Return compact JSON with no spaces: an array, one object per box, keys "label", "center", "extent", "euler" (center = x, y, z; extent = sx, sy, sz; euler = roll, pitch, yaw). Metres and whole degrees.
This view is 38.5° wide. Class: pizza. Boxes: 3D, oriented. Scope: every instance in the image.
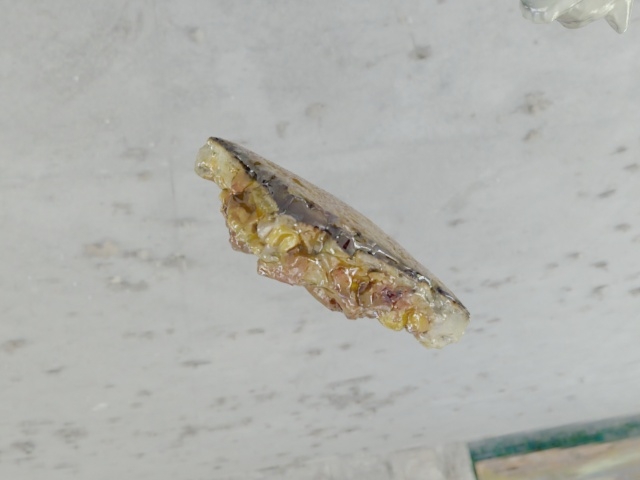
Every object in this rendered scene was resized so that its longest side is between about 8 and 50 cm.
[{"label":"pizza","center":[0.000,0.000,1.113],"extent":[0.114,0.409,0.278],"euler":[-60,172,12]}]

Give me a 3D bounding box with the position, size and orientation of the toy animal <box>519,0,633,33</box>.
[{"label":"toy animal","center":[0.289,-0.395,1.042],"extent":[0.188,0.307,0.266],"euler":[18,121,-47]}]
